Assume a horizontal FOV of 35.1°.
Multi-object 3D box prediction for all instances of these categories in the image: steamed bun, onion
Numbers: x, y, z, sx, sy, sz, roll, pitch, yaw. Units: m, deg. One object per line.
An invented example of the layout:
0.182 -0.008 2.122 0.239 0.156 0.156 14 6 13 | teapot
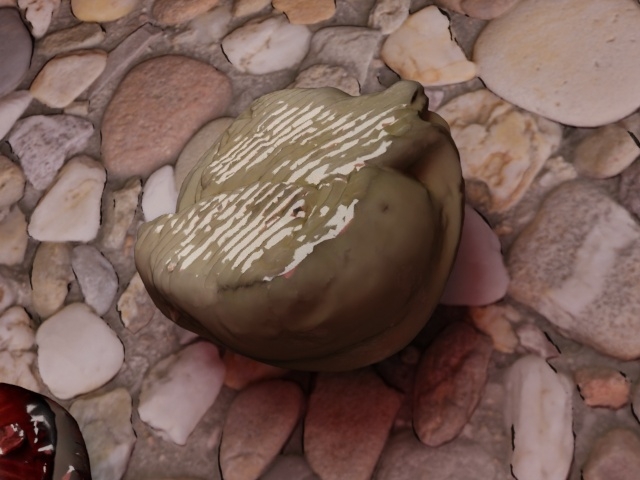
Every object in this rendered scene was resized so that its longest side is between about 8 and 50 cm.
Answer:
-0.005 0.007 1.006 0.324 0.219 0.310 -3 44 44 | steamed bun
-0.366 0.264 1.012 0.272 0.195 0.272 12 44 -12 | onion
